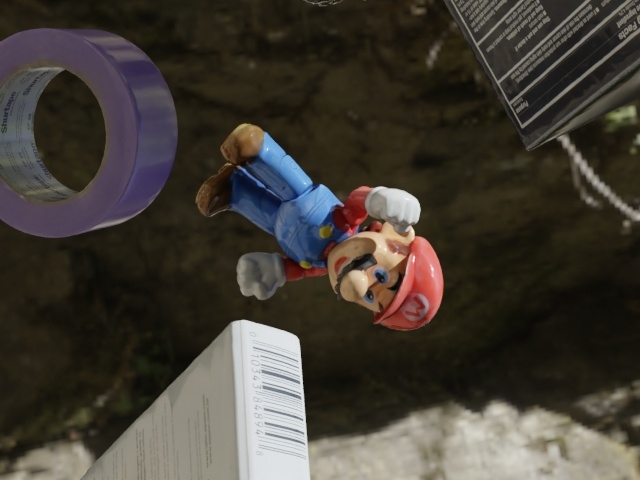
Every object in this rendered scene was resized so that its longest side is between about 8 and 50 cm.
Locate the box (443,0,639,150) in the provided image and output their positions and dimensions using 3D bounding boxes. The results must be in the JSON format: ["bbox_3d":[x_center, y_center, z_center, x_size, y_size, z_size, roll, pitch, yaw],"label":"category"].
[{"bbox_3d":[0.261,-0.291,1.423,0.294,0.183,0.296,63,-26,7],"label":"box"}]

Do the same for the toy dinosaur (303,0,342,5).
[{"bbox_3d":[-0.008,-0.326,1.755,0.313,0.160,0.121,43,-49,36],"label":"toy dinosaur"}]

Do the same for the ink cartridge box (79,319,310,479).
[{"bbox_3d":[-0.110,0.279,1.094,0.330,0.071,0.324,-47,-142,42],"label":"ink cartridge box"}]

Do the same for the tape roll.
[{"bbox_3d":[-0.232,-0.100,1.340,0.080,0.189,0.189,-18,100,-68],"label":"tape roll"}]

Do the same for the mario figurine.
[{"bbox_3d":[0.000,0.000,1.728,0.320,0.170,0.198,34,-22,9],"label":"mario figurine"}]
